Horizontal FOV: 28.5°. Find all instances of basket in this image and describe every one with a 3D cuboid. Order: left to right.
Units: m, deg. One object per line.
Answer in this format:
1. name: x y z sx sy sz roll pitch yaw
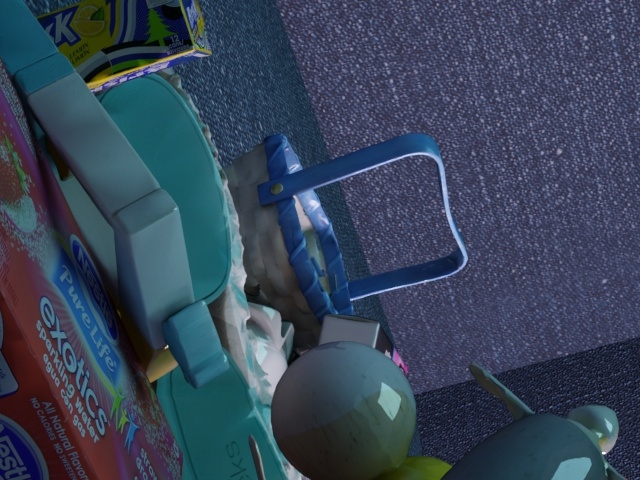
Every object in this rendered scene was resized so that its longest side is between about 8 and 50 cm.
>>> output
1. basket: 0.000 0.000 1.308 0.255 0.289 0.201 68 12 -56

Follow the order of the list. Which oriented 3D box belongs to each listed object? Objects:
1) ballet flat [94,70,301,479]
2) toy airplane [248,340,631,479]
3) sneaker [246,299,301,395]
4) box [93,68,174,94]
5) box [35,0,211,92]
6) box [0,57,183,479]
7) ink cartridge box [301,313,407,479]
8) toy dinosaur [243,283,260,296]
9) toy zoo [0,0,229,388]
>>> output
1. ballet flat: -0.125 0.072 0.996 0.147 0.147 0.409 -55 132 -80
2. toy airplane: 0.009 0.194 0.710 0.384 0.386 0.272 27 49 -72
3. sneaker: -0.068 0.171 1.225 0.330 0.122 0.146 59 35 -67
4. box: -0.171 -0.114 1.121 0.126 0.072 0.137 16 60 -81
5. box: -0.162 -0.124 0.833 0.059 0.169 0.054 -43 117 -81
6. box: -0.168 0.057 0.583 0.122 0.128 0.257 -91 164 -61
7. ink cartridge box: 0.011 0.271 1.203 0.176 0.069 0.371 58 44 -67
8. toy dinosaur: -0.116 0.039 1.156 0.183 0.093 0.053 55 33 -43
9. toy zoo: -0.142 -0.038 0.673 0.293 0.030 0.192 52 -22 18
